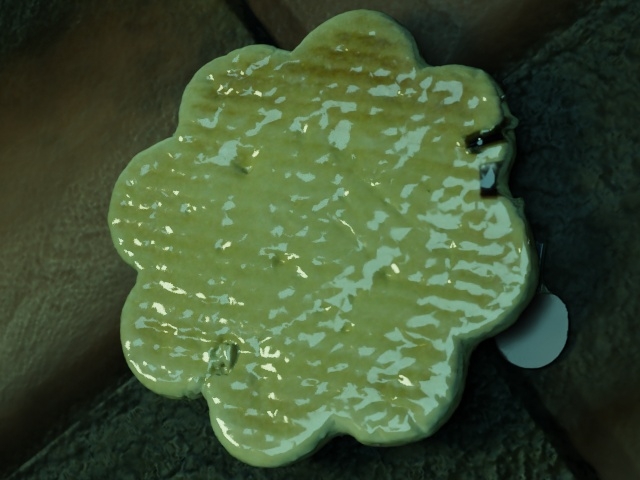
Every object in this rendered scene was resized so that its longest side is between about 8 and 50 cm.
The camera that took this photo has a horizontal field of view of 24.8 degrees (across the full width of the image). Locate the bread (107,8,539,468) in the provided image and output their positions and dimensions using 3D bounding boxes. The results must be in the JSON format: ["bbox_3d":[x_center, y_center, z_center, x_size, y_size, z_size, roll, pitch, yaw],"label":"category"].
[{"bbox_3d":[0.000,0.000,0.976,0.316,0.054,0.316,-4,77,19],"label":"bread"}]

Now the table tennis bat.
[{"bbox_3d":[0.138,0.042,0.942,0.050,0.007,0.083,4,82,22],"label":"table tennis bat"}]
